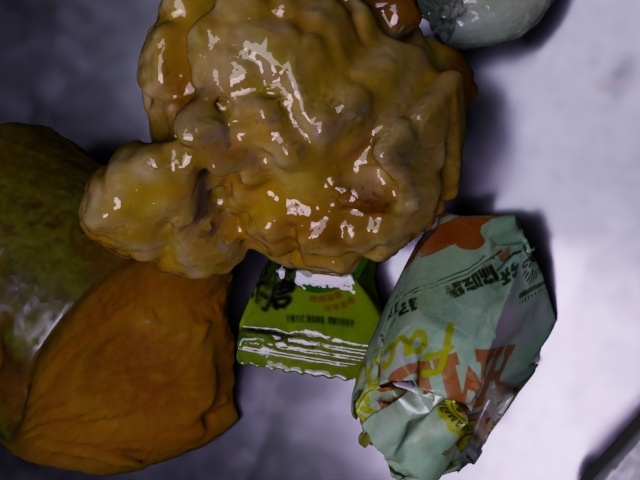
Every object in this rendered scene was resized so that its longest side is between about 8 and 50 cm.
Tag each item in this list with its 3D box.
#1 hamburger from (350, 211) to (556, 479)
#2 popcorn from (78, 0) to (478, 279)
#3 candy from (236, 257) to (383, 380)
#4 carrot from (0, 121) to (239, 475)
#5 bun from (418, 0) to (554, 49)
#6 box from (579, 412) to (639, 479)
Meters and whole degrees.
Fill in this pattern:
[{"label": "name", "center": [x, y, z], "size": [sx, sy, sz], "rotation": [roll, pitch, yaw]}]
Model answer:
[{"label": "hamburger", "center": [0.104, 0.105, 1.027], "size": [0.125, 0.235, 0.214], "rotation": [25, 68, 18]}, {"label": "popcorn", "center": [-0.033, -0.089, 0.948], "size": [0.332, 0.225, 0.264], "rotation": [-23, 114, -12]}, {"label": "candy", "center": [0.000, 0.000, 1.102], "size": [0.149, 0.069, 0.246], "rotation": [3, 79, 8]}, {"label": "carrot", "center": [-0.229, 0.054, 1.081], "size": [0.341, 0.241, 0.241], "rotation": [37, 101, 11]}, {"label": "bun", "center": [0.098, -0.254, 1.035], "size": [0.204, 0.126, 0.212], "rotation": [-24, 92, -11]}, {"label": "box", "center": [0.437, 0.213, 0.974], "size": [0.367, 0.090, 0.373], "rotation": [42, 94, 8]}]
